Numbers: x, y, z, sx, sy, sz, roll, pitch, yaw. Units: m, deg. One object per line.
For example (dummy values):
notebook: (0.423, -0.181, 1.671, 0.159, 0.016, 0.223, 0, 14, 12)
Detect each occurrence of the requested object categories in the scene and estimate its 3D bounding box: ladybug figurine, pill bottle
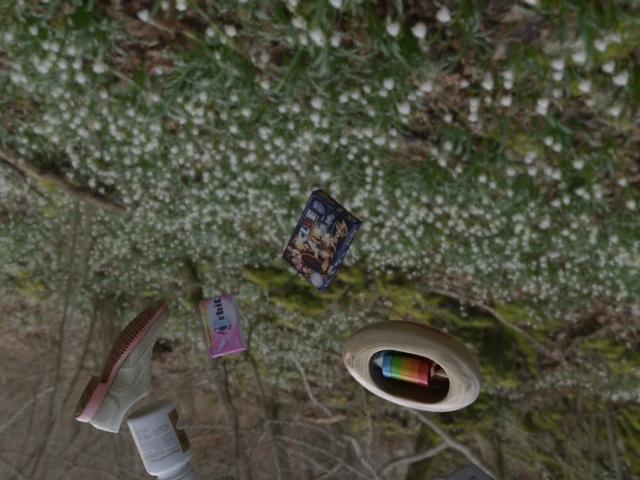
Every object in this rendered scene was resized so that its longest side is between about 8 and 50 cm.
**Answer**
ladybug figurine: (0.281, 0.366, 2.275, 0.449, 0.305, 0.162, 12, -145, 21)
pill bottle: (-0.415, 0.551, 1.974, 0.131, 0.229, 0.131, -21, -176, 2)

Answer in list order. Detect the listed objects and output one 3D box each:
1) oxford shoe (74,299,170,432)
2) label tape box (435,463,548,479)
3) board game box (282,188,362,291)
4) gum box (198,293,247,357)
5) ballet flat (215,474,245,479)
oxford shoe: (-0.530, 0.355, 2.106, 0.397, 0.146, 0.140, -56, -157, -5)
label tape box: (0.285, 0.567, 1.538, 0.348, 0.115, 0.249, -25, 146, -7)
board game box: (0.000, 0.000, 2.096, 0.042, 0.165, 0.243, -18, 141, -50)
gum box: (-0.307, 0.263, 2.328, 0.107, 0.188, 0.062, -15, 169, 4)
ballet flat: (-0.267, 0.690, 2.009, 0.106, 0.107, 0.316, 0, 159, -21)
